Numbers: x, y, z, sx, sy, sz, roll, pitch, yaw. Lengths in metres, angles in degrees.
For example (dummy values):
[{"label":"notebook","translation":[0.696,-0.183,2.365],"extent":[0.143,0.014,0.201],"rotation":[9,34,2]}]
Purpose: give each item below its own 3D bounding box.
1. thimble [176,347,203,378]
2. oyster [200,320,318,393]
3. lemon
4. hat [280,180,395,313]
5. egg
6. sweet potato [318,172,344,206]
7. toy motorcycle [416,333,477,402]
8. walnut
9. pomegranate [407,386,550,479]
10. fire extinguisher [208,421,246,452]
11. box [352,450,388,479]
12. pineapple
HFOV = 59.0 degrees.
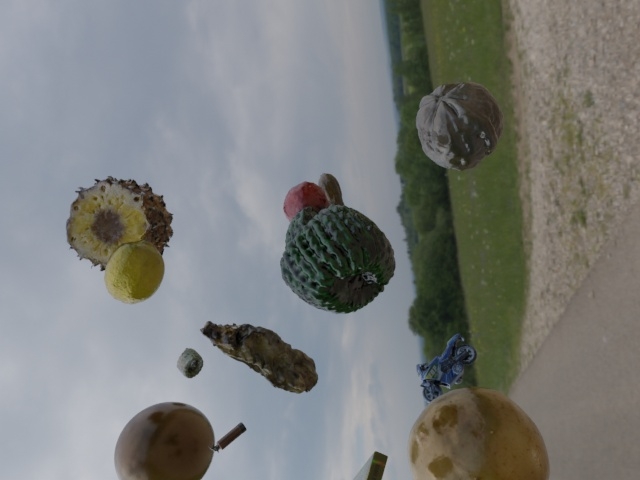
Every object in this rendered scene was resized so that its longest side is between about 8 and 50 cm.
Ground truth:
[{"label":"thimble","translation":[-0.472,0.442,2.043],"extent":[0.084,0.062,0.110],"rotation":[-28,-41,-36]},{"label":"oyster","translation":[-0.137,0.274,1.369],"extent":[0.345,0.078,0.129],"rotation":[32,-137,-26]},{"label":"lemon","translation":[-0.573,0.097,1.738],"extent":[0.181,0.193,0.180],"rotation":[48,-174,-6]},{"label":"hat","translation":[0.000,0.000,1.305],"extent":[0.332,0.242,0.274],"rotation":[51,-179,33]},{"label":"egg","translation":[-0.474,0.646,1.750],"extent":[0.351,0.282,0.283],"rotation":[27,-122,-72]},{"label":"sweet potato","translation":[0.060,-0.128,1.953],"extent":[0.081,0.062,0.233],"rotation":[-40,-72,-34]},{"label":"toy motorcycle","translation":[0.411,0.423,1.895],"extent":[0.254,0.135,0.092],"rotation":[-42,-34,-16]},{"label":"walnut","translation":[0.344,-0.280,1.395],"extent":[0.224,0.224,0.224],"rotation":[-6,-90,-79]},{"label":"pomegranate","translation":[0.336,0.467,1.205],"extent":[0.307,0.307,0.308],"rotation":[-6,-90,-79]},{"label":"fire extinguisher","translation":[-0.197,0.418,1.197],"extent":[0.028,0.083,0.022],"rotation":[46,151,19]},{"label":"box","translation":[0.072,0.483,1.050],"extent":[0.193,0.030,0.121],"rotation":[108,-174,-49]},{"label":"pineapple","translation":[-0.689,-0.049,1.985],"extent":[0.300,0.352,0.353],"rotation":[31,-126,-82]}]
